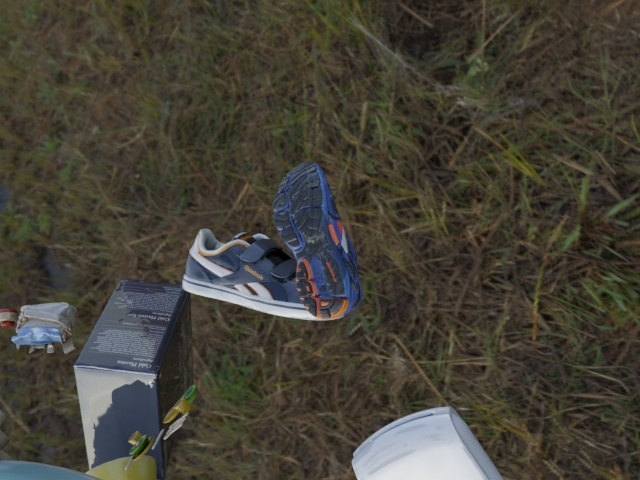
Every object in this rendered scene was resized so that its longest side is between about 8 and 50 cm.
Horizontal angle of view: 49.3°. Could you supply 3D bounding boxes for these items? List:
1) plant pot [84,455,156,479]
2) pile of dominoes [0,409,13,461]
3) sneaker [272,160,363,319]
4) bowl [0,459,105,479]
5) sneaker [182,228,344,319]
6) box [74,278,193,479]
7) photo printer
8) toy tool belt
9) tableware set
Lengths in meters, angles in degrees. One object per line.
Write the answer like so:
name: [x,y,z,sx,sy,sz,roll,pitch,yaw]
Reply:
plant pot: [-0.342,0.445,1.205,0.134,0.134,0.095,-39,56,25]
pile of dominoes: [-0.299,0.125,0.464,0.040,0.196,0.251,-59,-3,-42]
sneaker: [0.000,0.000,0.913,0.083,0.087,0.221,-21,71,27]
bowl: [-0.163,0.238,0.374,0.312,0.311,0.163,-28,26,31]
sneaker: [-0.103,0.058,1.272,0.321,0.126,0.127,11,98,17]
box: [-0.419,0.319,1.627,0.312,0.179,0.343,-84,0,-58]
photo printer: [0.231,0.496,1.422,0.256,0.107,0.307,-31,100,17]
toy tool belt: [-0.291,0.093,0.713,0.083,0.052,0.051,-6,70,4]
tableware set: [-0.253,0.287,1.096,0.154,0.024,0.104,-41,12,24]
